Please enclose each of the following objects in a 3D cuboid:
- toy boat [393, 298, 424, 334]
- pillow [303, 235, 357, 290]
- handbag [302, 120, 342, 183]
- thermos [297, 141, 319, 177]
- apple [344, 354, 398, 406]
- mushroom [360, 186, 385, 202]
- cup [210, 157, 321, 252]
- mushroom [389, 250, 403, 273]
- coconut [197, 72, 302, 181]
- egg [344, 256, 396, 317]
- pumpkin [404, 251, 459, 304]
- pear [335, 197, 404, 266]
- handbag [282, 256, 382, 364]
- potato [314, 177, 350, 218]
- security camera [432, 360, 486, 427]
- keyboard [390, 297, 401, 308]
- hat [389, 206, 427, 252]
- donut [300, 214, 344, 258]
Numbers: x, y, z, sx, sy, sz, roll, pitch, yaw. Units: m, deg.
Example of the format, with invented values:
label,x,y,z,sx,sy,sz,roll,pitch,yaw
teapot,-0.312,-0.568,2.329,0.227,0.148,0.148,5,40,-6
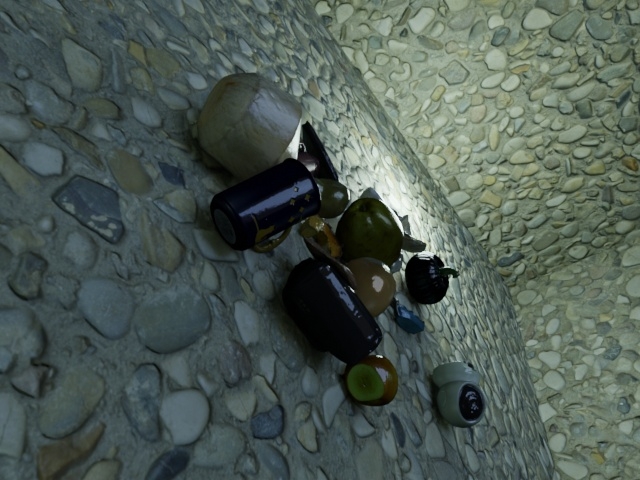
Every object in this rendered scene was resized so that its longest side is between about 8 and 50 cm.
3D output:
label,x,y,z,sx,sy,sz,roll,pitch,yaw
toy boat,0.356,0.312,1.992,0.185,0.075,0.077,38,38,-31
pillow,0.027,0.065,1.420,0.211,0.034,0.135,39,-15,38
handbag,0.008,-0.305,1.930,0.191,0.074,0.332,83,-17,-80
thermos,-0.100,-0.270,1.723,0.136,0.109,0.330,61,27,3
apple,0.157,0.426,1.472,0.163,0.146,0.147,27,47,-51
mushroom,0.262,-0.107,2.207,0.118,0.103,0.270,-5,74,-61
cup,-0.141,-0.058,1.323,0.256,0.178,0.255,-31,119,-28
mushroom,0.323,0.075,2.153,0.278,0.096,0.099,-55,157,-62
coconut,-0.191,-0.317,1.428,0.329,0.328,0.329,41,33,-34
egg,0.152,0.166,1.651,0.201,0.201,0.244,52,39,-18
pumpkin,0.517,0.164,2.225,0.248,0.248,0.248,41,33,-34
pear,0.184,-0.016,1.816,0.321,0.268,0.269,66,16,-46
handbag,0.007,0.204,1.425,0.302,0.178,0.275,53,-15,-11
potato,0.002,-0.159,1.742,0.193,0.157,0.157,19,47,-34
security camera,0.549,0.620,1.921,0.194,0.194,0.236,39,39,-36
keyboard,0.352,0.306,2.062,0.202,0.011,0.067,46,32,-27
hat,0.336,-0.026,2.120,0.225,0.164,0.220,3,36,-16
donut,0.003,-0.004,1.694,0.181,0.078,0.146,54,26,1
